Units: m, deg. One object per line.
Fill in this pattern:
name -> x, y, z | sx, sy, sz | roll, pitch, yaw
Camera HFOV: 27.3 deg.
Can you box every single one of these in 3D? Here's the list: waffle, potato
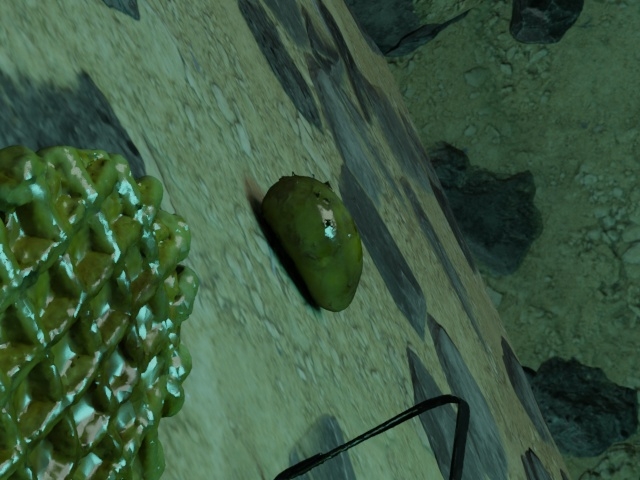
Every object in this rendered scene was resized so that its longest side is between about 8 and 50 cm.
waffle -> -0.098, 0.054, 0.523 | 0.169, 0.036, 0.183 | 21, 78, -65
potato -> 0.000, 0.000, 1.206 | 0.138, 0.070, 0.091 | 57, 14, -27

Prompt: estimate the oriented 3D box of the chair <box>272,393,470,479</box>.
chair -> 0.057, 0.221, 0.773 | 0.140, 0.145, 0.221 | 58, 13, -19
